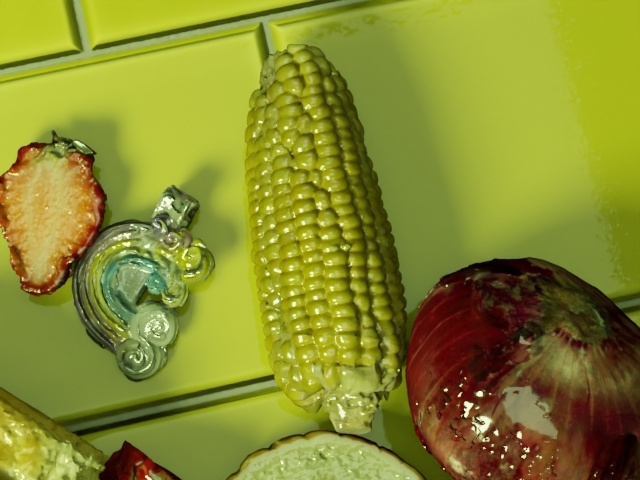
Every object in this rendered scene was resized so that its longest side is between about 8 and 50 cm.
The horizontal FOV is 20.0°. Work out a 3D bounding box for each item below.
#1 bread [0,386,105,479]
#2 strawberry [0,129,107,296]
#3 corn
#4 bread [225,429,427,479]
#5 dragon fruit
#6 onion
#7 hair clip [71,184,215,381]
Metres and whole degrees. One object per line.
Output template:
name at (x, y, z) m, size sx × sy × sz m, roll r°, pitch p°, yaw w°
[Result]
bread at (-0.293, 0.178, 1.532) m, size 0.245 × 0.174 × 0.121 m, roll 35°, pitch 82°, yaw -2°
strawberry at (-0.242, -0.024, 1.627) m, size 0.104 × 0.048 × 0.152 m, roll 8°, pitch 81°, yaw 5°
corn at (0.000, 0.000, 1.603) m, size 0.130 × 0.130 × 0.347 m, roll -9°, pitch 76°, yaw -5°
bread at (0.001, 0.280, 1.586) m, size 0.236 × 0.070 × 0.236 m, roll 1°, pitch 80°, yaw -3°
dragon fruit at (-0.147, 0.204, 1.562) m, size 0.097 × 0.131 × 0.063 m, roll 8°, pitch 76°, yaw -9°
onion at (0.178, 0.137, 1.567) m, size 0.252 × 0.219 × 0.252 m, roll 16°, pitch 45°, yaw -17°
hair clip at (-0.162, 0.032, 1.632) m, size 0.116 × 0.049 × 0.172 m, roll 29°, pitch 89°, yaw 15°
